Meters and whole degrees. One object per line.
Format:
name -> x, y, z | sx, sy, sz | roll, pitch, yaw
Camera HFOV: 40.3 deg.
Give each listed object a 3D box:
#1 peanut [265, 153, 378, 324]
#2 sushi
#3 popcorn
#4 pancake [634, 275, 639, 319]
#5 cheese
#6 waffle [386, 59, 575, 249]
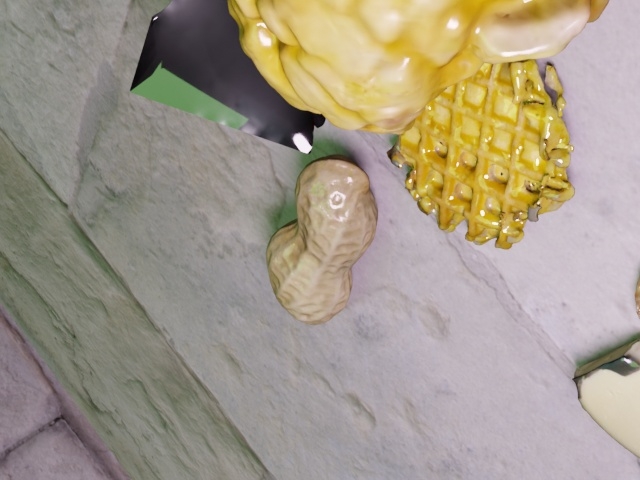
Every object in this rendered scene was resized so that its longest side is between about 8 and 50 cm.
peanut -> 0.000, 0.000, 1.205 | 0.136, 0.120, 0.298 | 14, 135, -6
sushi -> -0.070, -0.247, 1.027 | 0.215, 0.212, 0.227 | 19, 99, -2
popcorn -> 0.073, -0.291, 0.732 | 0.390, 0.344, 0.354 | -24, 136, 34
pancake -> 0.392, 0.067, 0.901 | 0.139, 0.022, 0.140 | 28, 134, 34
cheese -> 0.399, 0.230, 0.982 | 0.252, 0.054, 0.127 | 53, 141, 6
waffle -> 0.166, -0.120, 0.993 | 0.281, 0.060, 0.262 | 58, 142, 0
